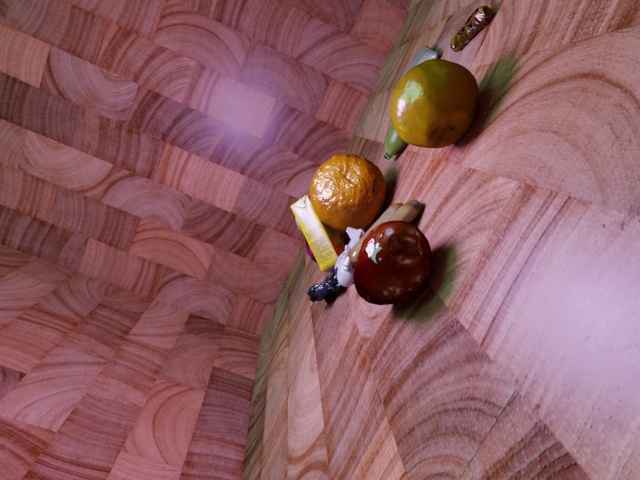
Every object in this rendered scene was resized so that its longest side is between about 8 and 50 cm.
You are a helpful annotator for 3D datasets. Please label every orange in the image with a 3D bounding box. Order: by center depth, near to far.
[{"bbox_3d":[0.353,-0.414,1.333,0.235,0.279,0.279,58,133,36],"label":"orange"},{"bbox_3d":[0.122,-0.203,1.895,0.293,0.341,0.340,71,-146,-64],"label":"orange"}]

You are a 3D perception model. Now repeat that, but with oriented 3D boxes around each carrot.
[{"bbox_3d":[0.558,-0.787,1.608,0.229,0.069,0.069,151,141,-76],"label":"carrot"}]

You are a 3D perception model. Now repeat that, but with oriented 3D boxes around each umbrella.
[{"bbox_3d":[0.031,0.228,2.011,0.272,0.122,0.110,-44,46,47],"label":"umbrella"}]

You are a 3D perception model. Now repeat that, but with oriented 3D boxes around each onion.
[{"bbox_3d":[0.028,0.013,2.201,0.230,0.273,0.256,-98,-1,-45],"label":"onion"}]

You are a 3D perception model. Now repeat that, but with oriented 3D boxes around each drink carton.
[{"bbox_3d":[0.004,-0.032,1.991,0.111,0.351,0.154,-32,-17,21],"label":"drink carton"}]

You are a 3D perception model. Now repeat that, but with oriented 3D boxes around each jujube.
[{"bbox_3d":[0.195,0.078,1.240,0.318,0.223,0.223,112,176,-64],"label":"jujube"}]

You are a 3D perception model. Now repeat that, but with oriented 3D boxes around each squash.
[{"bbox_3d":[0.374,-0.510,1.852,0.107,0.107,0.395,-78,14,-46],"label":"squash"}]

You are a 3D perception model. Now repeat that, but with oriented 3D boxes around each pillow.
[{"bbox_3d":[0.464,-0.799,2.095,0.280,0.076,0.274,-56,17,27],"label":"pillow"}]

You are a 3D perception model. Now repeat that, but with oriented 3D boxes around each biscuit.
[{"bbox_3d":[0.219,-0.029,1.518,0.290,0.062,0.237,-48,7,-5],"label":"biscuit"}]

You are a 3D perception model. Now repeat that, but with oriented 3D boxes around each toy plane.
[{"bbox_3d":[0.125,0.067,1.727,0.245,0.118,0.244,19,-90,-77],"label":"toy plane"}]
